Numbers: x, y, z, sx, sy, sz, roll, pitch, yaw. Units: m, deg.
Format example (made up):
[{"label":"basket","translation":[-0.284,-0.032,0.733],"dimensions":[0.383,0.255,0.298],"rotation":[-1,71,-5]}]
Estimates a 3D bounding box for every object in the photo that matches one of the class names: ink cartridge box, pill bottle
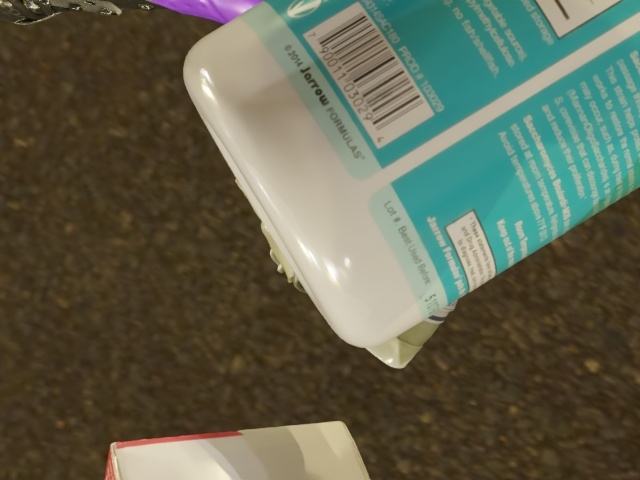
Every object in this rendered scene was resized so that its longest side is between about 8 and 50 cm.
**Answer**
[{"label":"ink cartridge box","translation":[-0.090,0.317,1.649],"dimensions":[0.131,0.226,0.306],"rotation":[-114,29,-42]},{"label":"pill bottle","translation":[0.088,-0.080,0.748],"dimensions":[0.264,0.146,0.146],"rotation":[-31,64,-3]}]

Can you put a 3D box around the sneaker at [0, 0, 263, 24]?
[{"label":"sneaker","translation":[-0.135,-0.181,1.098],"dimensions":[0.293,0.102,0.146],"rotation":[33,117,-1]}]

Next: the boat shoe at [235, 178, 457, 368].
[{"label":"boat shoe","translation":[0.000,0.000,1.599],"dimensions":[0.302,0.109,0.094],"rotation":[42,103,45]}]
